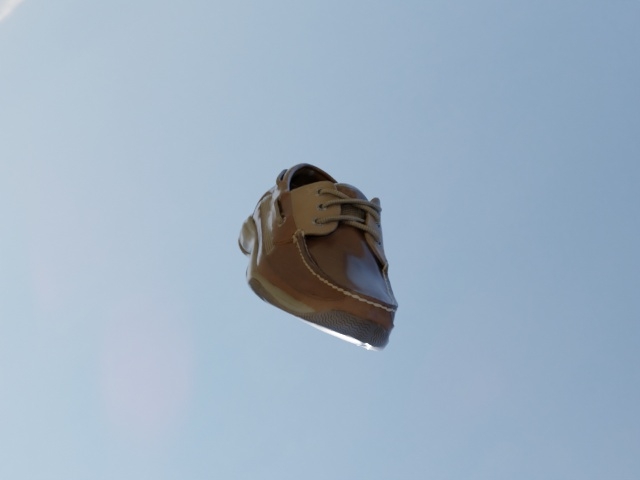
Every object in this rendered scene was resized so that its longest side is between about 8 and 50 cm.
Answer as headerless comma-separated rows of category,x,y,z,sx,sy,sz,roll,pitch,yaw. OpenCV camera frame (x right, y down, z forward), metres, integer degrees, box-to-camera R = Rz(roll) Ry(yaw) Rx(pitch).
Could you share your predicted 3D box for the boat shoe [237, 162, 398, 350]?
boat shoe,0.000,0.000,1.050,0.116,0.123,0.324,-63,-157,9
